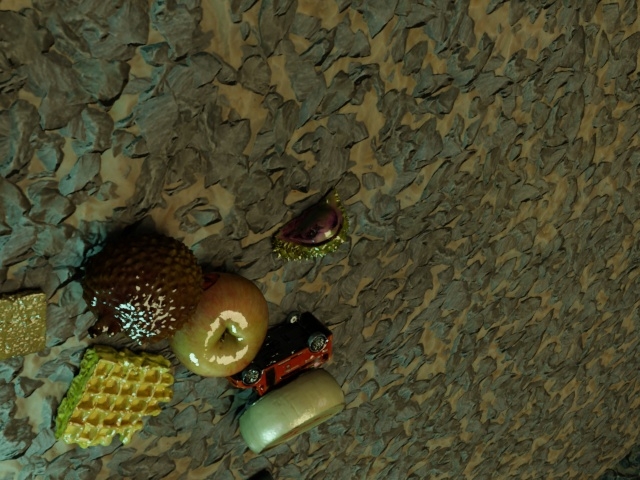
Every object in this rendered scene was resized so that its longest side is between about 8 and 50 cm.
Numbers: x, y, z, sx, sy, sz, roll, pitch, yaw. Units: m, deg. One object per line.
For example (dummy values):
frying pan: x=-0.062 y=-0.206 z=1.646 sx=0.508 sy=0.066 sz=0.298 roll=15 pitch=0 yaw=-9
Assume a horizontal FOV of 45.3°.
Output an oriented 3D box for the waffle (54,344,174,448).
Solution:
waffle: x=-0.399 y=0.320 z=1.532 sx=0.219 sy=0.057 sz=0.229 roll=15 pitch=109 yaw=-44

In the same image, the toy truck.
toy truck: x=-0.099 y=0.258 z=1.697 sx=0.252 sy=0.107 sz=0.114 roll=-24 pitch=131 yaw=-25

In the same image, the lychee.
lychee: x=-0.316 y=0.090 z=1.346 sx=0.238 sy=0.200 sz=0.200 roll=-49 pitch=142 yaw=-34

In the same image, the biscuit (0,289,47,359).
biscuit: x=-0.582 y=0.156 z=1.293 sx=0.237 sy=0.026 sz=0.131 roll=-10 pitch=122 yaw=-34

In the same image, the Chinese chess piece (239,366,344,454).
Chinese chess piece: x=-0.066 y=0.390 z=1.754 sx=0.250 sy=0.103 sz=0.250 roll=-28 pitch=164 yaw=-9

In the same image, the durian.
durian: x=0.002 y=0.001 z=1.602 sx=0.186 sy=0.108 sz=0.119 roll=-38 pitch=135 yaw=-13

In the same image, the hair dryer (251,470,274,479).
hair dryer: x=-0.187 y=0.697 z=1.978 sx=0.173 sy=0.050 sz=0.195 roll=-26 pitch=135 yaw=-19

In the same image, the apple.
apple: x=-0.202 y=0.159 z=1.509 sx=0.209 sy=0.164 sz=0.209 roll=-11 pitch=116 yaw=-25
